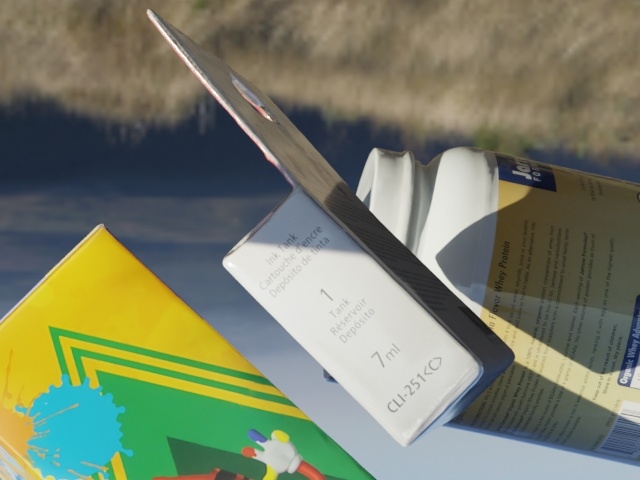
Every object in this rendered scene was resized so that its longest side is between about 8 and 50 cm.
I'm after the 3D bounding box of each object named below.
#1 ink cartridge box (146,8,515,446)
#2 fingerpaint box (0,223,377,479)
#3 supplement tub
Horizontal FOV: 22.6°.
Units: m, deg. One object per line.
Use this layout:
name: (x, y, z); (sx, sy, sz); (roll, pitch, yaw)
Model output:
ink cartridge box: (0.000, 0.000, 0.963); (0.066, 0.261, 0.296); (-45, 170, 5)
fingerpaint box: (-0.088, 0.216, 1.237); (0.371, 0.163, 0.445); (42, 164, 6)
supplement tub: (0.175, 0.051, 1.287); (0.316, 0.228, 0.228); (12, 176, -4)
